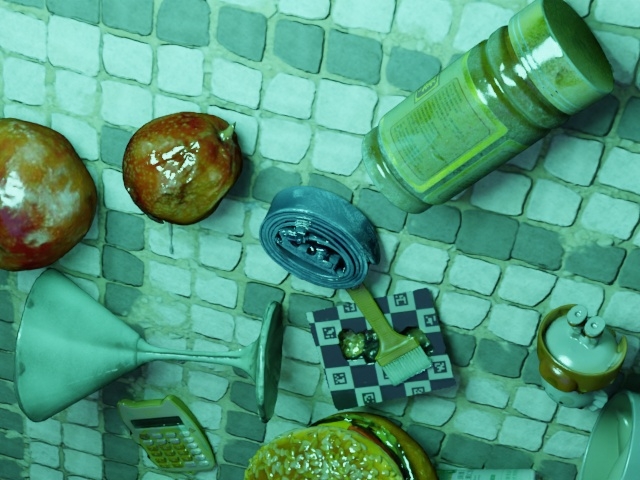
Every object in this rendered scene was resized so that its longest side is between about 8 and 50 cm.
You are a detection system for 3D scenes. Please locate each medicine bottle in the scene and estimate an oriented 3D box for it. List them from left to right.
[{"bbox_3d":[0.265,0.490,1.862,0.274,0.133,0.133,-6,125,17],"label":"medicine bottle"},{"bbox_3d":[0.213,-0.172,1.345,0.151,0.151,0.322,42,126,-19],"label":"medicine bottle"}]

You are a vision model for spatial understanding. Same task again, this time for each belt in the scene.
[{"bbox_3d":[0.000,0.000,1.579,0.190,0.082,0.141,32,134,-9],"label":"belt"}]

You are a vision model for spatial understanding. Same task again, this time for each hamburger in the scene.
[{"bbox_3d":[0.032,0.464,1.761,0.330,0.250,0.329,1,92,33],"label":"hamburger"}]

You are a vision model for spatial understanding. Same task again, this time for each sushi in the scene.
[{"bbox_3d":[0.105,0.176,1.709,0.215,0.050,0.192,-13,108,14],"label":"sushi"}]

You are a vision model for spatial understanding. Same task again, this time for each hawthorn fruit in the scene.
[{"bbox_3d":[-0.479,-0.045,1.548,0.242,0.271,0.241,7,138,6],"label":"hawthorn fruit"},{"bbox_3d":[-0.204,-0.105,1.504,0.179,0.173,0.173,2,127,14],"label":"hawthorn fruit"}]

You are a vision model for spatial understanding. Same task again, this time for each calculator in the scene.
[{"bbox_3d":[-0.298,0.385,1.992,0.157,0.033,0.236,-8,127,19],"label":"calculator"}]

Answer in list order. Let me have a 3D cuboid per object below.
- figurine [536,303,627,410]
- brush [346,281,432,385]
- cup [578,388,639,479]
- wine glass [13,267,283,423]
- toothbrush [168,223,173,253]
[{"bbox_3d":[0.412,0.191,1.607,0.143,0.143,0.271,-3,154,17],"label":"figurine"},{"bbox_3d":[0.097,0.139,1.663,0.083,0.010,0.218,-30,102,19],"label":"brush"},{"bbox_3d":[0.626,0.361,1.630,0.327,0.237,0.322,17,99,2],"label":"cup"},{"bbox_3d":[-0.276,0.194,1.703,0.406,0.267,0.267,5,128,6],"label":"wine glass"},{"bbox_3d":[-0.250,-0.016,1.679,0.006,0.008,0.097,1,128,-4],"label":"toothbrush"}]
